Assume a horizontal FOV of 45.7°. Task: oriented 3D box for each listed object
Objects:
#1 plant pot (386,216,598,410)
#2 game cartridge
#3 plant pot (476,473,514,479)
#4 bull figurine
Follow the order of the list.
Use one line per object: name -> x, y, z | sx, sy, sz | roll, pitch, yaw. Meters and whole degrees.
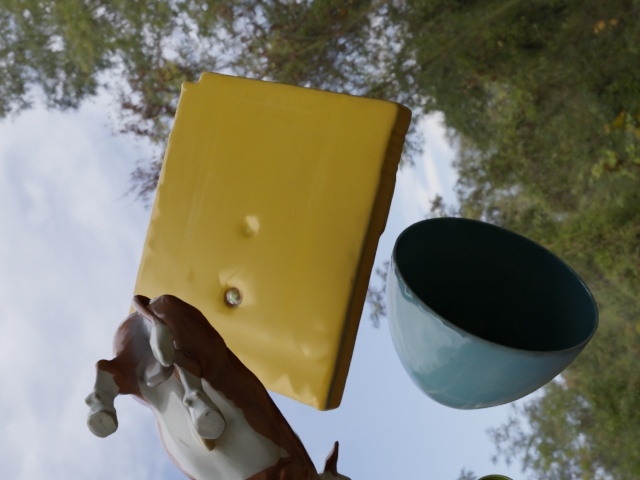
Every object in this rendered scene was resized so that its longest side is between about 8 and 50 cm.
plant pot -> 0.218, 0.127, 1.089 | 0.290, 0.290, 0.195 | -80, 5, -56
game cartridge -> -0.067, -0.012, 0.839 | 0.053, 0.285, 0.323 | 10, -85, -61
plant pot -> 0.263, 0.407, 1.130 | 0.083, 0.083, 0.079 | -84, -13, -52
bull figurine -> -0.066, 0.178, 0.630 | 0.310, 0.101, 0.188 | 49, -175, -10
